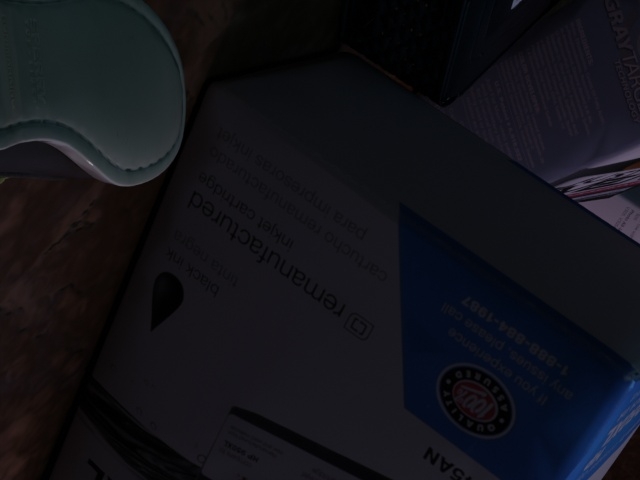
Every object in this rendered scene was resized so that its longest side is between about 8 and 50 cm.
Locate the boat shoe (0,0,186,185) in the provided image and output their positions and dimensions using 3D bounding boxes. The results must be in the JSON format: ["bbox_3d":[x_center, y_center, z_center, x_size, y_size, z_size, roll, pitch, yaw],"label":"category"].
[{"bbox_3d":[-0.122,-0.061,0.490,0.228,0.069,0.081,-3,91,-71],"label":"boat shoe"}]

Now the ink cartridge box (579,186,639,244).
[{"bbox_3d":[0.241,-0.055,1.193,0.154,0.212,0.093,-27,148,-57],"label":"ink cartridge box"}]

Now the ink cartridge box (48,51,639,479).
[{"bbox_3d":[0.009,0.128,0.808,0.166,0.285,0.395,-24,145,-56],"label":"ink cartridge box"}]

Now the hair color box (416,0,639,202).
[{"bbox_3d":[0.251,-0.118,0.894,0.185,0.113,0.374,-11,171,-33],"label":"hair color box"}]

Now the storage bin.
[{"bbox_3d":[0.102,-0.185,0.809,0.180,0.084,0.122,-45,161,-30],"label":"storage bin"}]
